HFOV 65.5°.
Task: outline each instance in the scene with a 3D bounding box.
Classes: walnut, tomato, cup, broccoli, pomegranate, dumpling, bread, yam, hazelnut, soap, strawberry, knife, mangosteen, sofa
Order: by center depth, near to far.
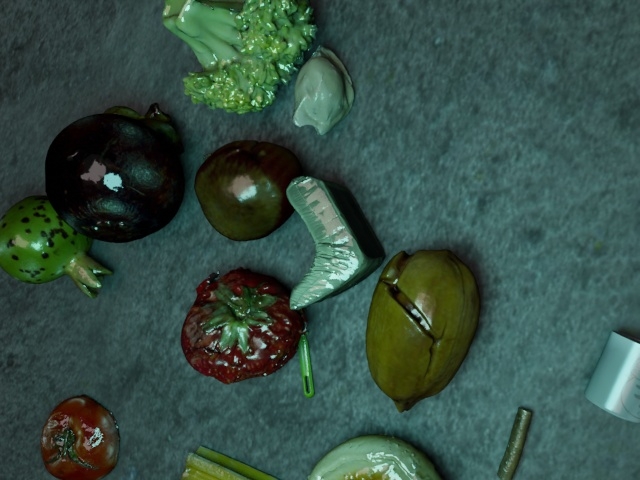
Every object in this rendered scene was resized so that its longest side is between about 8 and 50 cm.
[{"bbox_3d":[0.551,0.242,0.862,0.135,0.099,0.133,23,96,20],"label":"cup"},{"bbox_3d":[0.186,0.177,0.948,0.208,0.209,0.337,12,101,20],"label":"walnut"},{"bbox_3d":[0.376,0.393,0.960,0.032,0.032,0.146,16,95,19],"label":"yam"},{"bbox_3d":[0.115,0.531,0.985,0.305,0.158,0.306,-1,86,23],"label":"bread"},{"bbox_3d":[0.000,0.000,1.013,0.176,0.210,0.226,-32,82,18],"label":"sofa"},{"bbox_3d":[-0.194,-0.444,1.042,0.348,0.280,0.293,-43,66,24],"label":"broccoli"},{"bbox_3d":[0.008,-0.312,1.062,0.118,0.136,0.199,4,66,54],"label":"dumpling"},{"bbox_3d":[-0.141,-0.115,1.066,0.229,0.229,0.230,0,89,20],"label":"hazelnut"},{"bbox_3d":[-0.167,0.194,1.075,0.273,0.221,0.274,-3,48,4],"label":"strawberry"},{"bbox_3d":[-0.046,0.249,1.123,0.054,0.015,0.212,-10,86,20],"label":"knife"},{"bbox_3d":[-0.462,-0.151,1.136,0.329,0.330,0.331,0,89,20],"label":"mangosteen"},{"bbox_3d":[-0.210,0.587,1.147,0.231,0.073,0.140,14,95,19],"label":"soap"},{"bbox_3d":[-0.665,0.011,1.275,0.285,0.231,0.231,25,100,-23],"label":"pomegranate"},{"bbox_3d":[-0.642,0.526,1.294,0.227,0.101,0.228,-2,85,19],"label":"tomato"}]

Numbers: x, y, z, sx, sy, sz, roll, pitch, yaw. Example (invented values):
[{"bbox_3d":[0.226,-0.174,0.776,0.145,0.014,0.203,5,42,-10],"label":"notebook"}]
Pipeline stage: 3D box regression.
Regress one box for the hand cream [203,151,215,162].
[{"bbox_3d":[-0.209,-0.189,1.179,0.163,0.039,0.062,-11,101,22],"label":"hand cream"}]
